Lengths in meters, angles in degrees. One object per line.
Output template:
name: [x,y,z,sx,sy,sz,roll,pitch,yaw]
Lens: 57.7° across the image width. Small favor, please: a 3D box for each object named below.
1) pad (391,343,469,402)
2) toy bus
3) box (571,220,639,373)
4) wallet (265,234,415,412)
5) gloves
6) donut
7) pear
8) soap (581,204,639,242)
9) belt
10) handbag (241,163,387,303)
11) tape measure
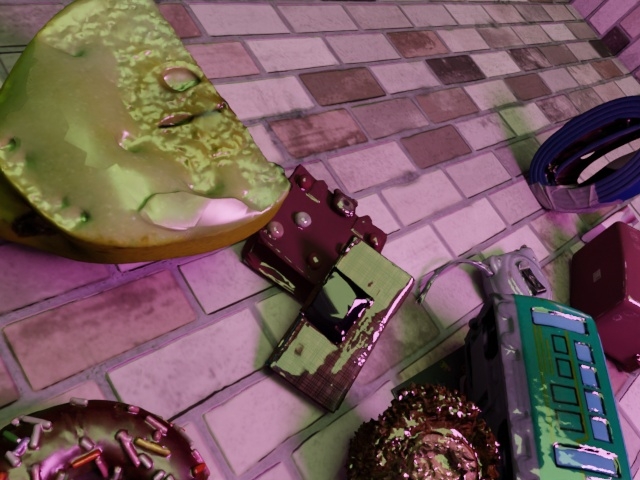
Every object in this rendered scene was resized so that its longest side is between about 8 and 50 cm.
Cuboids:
pad: [0.237,0.272,0.949,0.245,0.006,0.170,-16,70,-42]
toy bus: [0.327,0.261,0.861,0.199,0.183,0.343,8,52,-1]
box: [0.652,0.110,1.236,0.167,0.193,0.294,30,46,-7]
wallet: [0.032,0.115,0.827,0.124,0.042,0.230,37,75,-9]
gloves: [0.109,0.329,0.720,0.210,0.135,0.312,31,64,15]
donut: [-0.222,0.276,0.554,0.270,0.103,0.269,20,48,-23]
pear: [-0.262,-0.093,0.716,0.318,0.238,0.342,-35,88,-33]
soap: [0.730,-0.033,1.451,0.149,0.100,0.056,-23,74,-42]
belt: [0.660,-0.193,1.345,0.117,0.347,0.212,-6,70,-38]
handbag: [0.001,-0.001,0.931,0.203,0.074,0.216,38,46,-9]
tape measure: [0.324,0.095,1.084,0.330,0.084,0.164,-11,62,-42]
